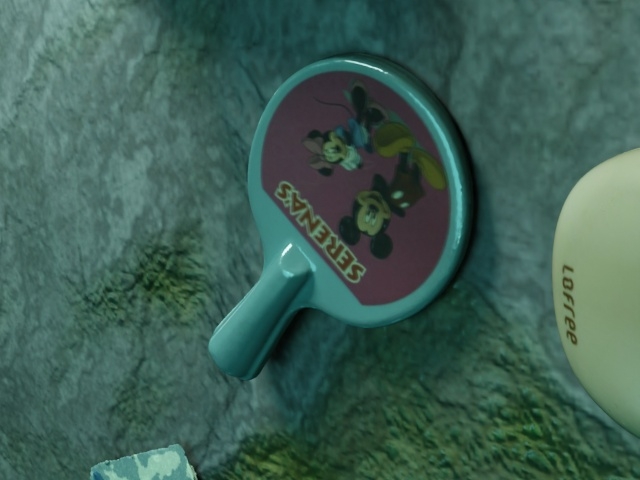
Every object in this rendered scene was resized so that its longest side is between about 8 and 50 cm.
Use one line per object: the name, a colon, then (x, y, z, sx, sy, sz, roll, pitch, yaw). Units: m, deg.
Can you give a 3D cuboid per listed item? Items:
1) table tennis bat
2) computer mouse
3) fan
table tennis bat: (0.000, 0.000, 0.742, 0.153, 0.040, 0.244, 51, 129, 18)
computer mouse: (0.195, 0.032, 0.521, 0.236, 0.082, 0.145, 12, 112, 43)
fan: (-0.143, 0.231, 0.986, 0.131, 0.009, 0.240, 56, 135, 14)
